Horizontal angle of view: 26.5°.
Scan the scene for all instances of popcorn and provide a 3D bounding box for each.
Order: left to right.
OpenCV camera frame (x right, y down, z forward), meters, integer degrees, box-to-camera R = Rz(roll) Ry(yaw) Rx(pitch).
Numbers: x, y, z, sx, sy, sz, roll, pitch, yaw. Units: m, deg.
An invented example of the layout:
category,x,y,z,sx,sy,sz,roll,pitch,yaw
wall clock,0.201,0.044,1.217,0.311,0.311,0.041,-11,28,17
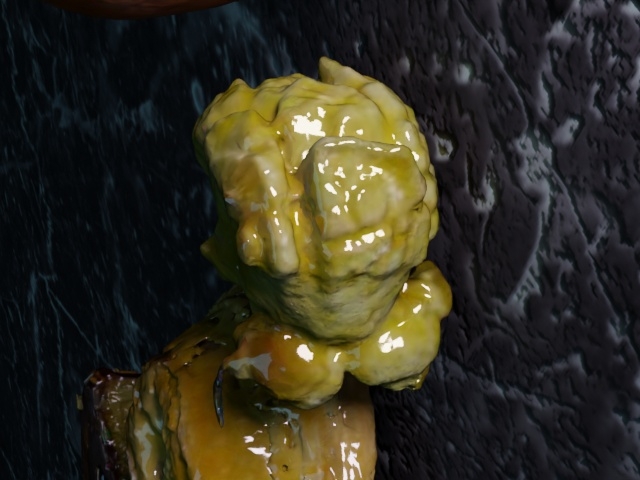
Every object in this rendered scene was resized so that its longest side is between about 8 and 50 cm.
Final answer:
category,x,y,z,sx,sy,sz,roll,pitch,yaw
popcorn,-0.007,-0.005,0.819,0.168,0.174,0.195,28,136,39

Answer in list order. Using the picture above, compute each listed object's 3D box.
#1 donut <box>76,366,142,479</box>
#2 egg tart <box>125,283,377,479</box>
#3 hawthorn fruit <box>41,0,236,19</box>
category,x,y,z,sx,sy,sz,roll,pitch,yaw
donut,-0.176,0.245,1.362,0.230,0.096,0.216,-127,36,-48
egg tart,-0.066,0.183,1.023,0.341,0.129,0.341,176,90,-67
hawthorn fruit,-0.068,-0.246,0.646,0.298,0.277,0.276,-166,62,-66
